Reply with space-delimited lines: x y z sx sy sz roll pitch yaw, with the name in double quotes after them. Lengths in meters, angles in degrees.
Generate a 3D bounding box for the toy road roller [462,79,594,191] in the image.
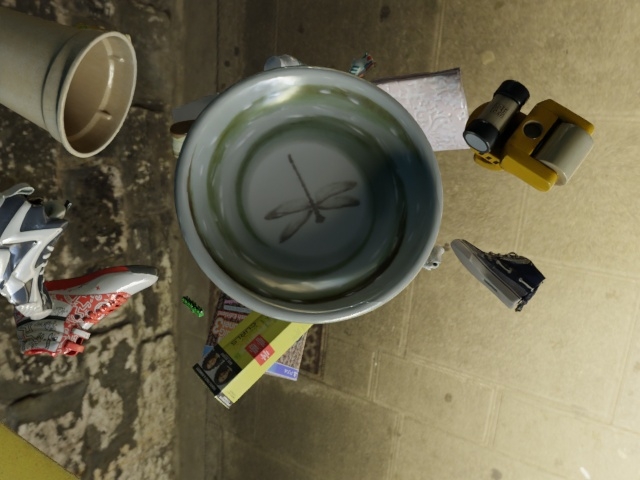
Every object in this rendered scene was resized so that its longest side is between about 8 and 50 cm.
0.578 -0.280 1.334 0.329 0.240 0.202 37 86 16 "toy road roller"

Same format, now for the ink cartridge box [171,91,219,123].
-0.367 -0.345 1.562 0.168 0.233 0.171 -21 74 0 "ink cartridge box"

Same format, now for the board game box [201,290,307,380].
-0.145 0.195 1.214 0.141 0.232 0.291 1 68 32 "board game box"

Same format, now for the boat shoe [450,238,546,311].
0.637 0.086 1.651 0.158 0.127 0.340 -39 66 -3 "boat shoe"

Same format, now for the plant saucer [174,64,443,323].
-0.016 -0.072 0.718 0.400 0.100 0.401 2 77 -8 "plant saucer"

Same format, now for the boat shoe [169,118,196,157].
-0.295 -0.305 1.342 0.105 0.285 0.089 52 144 39 "boat shoe"

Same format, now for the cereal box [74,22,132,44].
-0.713 -0.567 1.414 0.172 0.240 0.047 14 147 -1 "cereal box"

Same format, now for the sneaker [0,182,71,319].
-0.430 0.010 0.697 0.094 0.153 0.235 28 148 32 "sneaker"

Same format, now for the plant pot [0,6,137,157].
-0.699 -0.429 1.180 0.305 0.334 0.334 23 112 -2 "plant pot"

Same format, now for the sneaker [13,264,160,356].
-0.440 0.139 0.886 0.270 0.090 0.145 -10 73 -9 "sneaker"

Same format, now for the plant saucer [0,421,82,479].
-0.526 0.321 0.699 0.333 0.081 0.332 47 138 -14 "plant saucer"

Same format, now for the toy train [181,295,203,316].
-0.314 0.161 1.126 0.083 0.017 0.024 26 122 37 "toy train"

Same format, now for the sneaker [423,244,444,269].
0.370 0.062 1.510 0.061 0.152 0.054 39 129 26 "sneaker"

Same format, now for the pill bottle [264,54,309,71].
-0.113 -0.671 1.895 0.146 0.264 0.146 0 90 34 "pill bottle"

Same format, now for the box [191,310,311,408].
-0.114 0.185 0.842 0.087 0.232 0.058 34 157 38 "box"

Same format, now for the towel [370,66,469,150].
0.368 -0.457 1.658 0.316 0.053 0.332 1 142 28 "towel"

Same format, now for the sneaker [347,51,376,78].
0.137 -0.667 1.799 0.161 0.057 0.075 -33 86 25 "sneaker"
